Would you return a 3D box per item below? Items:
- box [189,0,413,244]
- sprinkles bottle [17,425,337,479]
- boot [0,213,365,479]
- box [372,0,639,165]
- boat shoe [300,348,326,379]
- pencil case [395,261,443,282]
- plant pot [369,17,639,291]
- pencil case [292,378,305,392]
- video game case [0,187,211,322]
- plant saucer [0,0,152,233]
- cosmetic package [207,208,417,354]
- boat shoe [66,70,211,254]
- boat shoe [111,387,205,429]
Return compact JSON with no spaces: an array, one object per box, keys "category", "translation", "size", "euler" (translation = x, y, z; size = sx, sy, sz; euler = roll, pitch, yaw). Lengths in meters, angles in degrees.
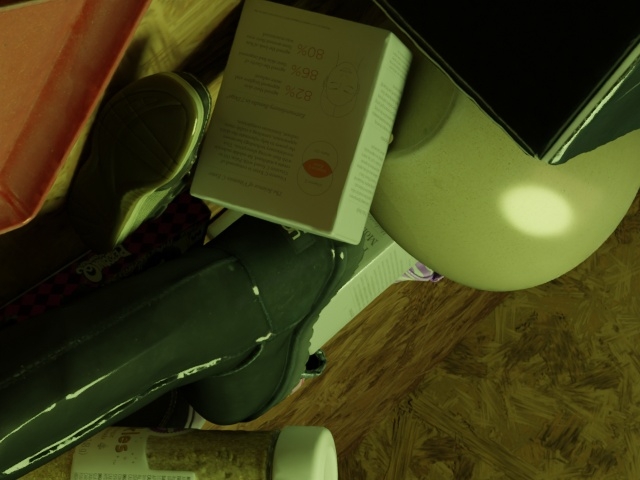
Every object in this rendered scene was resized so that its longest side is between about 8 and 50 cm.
[{"category":"box","translation":[-0.014,-0.097,1.236],"size":[0.091,0.130,0.170],"euler":[18,88,-74]},{"category":"sprinkles bottle","translation":[-0.164,0.257,1.600],"size":[0.355,0.121,0.121],"euler":[-1,170,11]},{"category":"boot","translation":[-0.196,0.140,1.363],"size":[0.445,0.146,0.367],"euler":[-32,159,-37]},{"category":"box","translation":[0.314,-0.354,1.148],"size":[0.471,0.297,0.480],"euler":[-19,153,-53]},{"category":"boat shoe","translation":[-0.083,0.111,1.702],"size":[0.083,0.183,0.065],"euler":[-19,-127,61]},{"category":"pencil case","translation":[0.061,0.031,1.869],"size":[0.086,0.088,0.206],"euler":[-30,-174,-39]},{"category":"plant pot","translation":[0.125,-0.110,1.339],"size":[0.284,0.284,0.191],"euler":[-47,144,19]},{"category":"pencil case","translation":[-0.043,0.090,1.835],"size":[0.124,0.124,0.284],"euler":[-33,161,-31]},{"category":"video game case","translation":[-0.218,0.067,1.473],"size":[0.232,0.042,0.210],"euler":[-35,164,-27]},{"category":"plant saucer","translation":[-0.251,-0.075,0.977],"size":[0.259,0.048,0.258],"euler":[-26,158,-49]},{"category":"cosmetic package","translation":[0.000,0.000,1.629],"size":[0.183,0.151,0.151],"euler":[-42,165,-7]},{"category":"boat shoe","translation":[-0.141,-0.071,1.225],"size":[0.073,0.080,0.223],"euler":[-36,171,-42]},{"category":"boat shoe","translation":[-0.235,0.228,1.729],"size":[0.119,0.121,0.335],"euler":[-32,165,-48]}]
